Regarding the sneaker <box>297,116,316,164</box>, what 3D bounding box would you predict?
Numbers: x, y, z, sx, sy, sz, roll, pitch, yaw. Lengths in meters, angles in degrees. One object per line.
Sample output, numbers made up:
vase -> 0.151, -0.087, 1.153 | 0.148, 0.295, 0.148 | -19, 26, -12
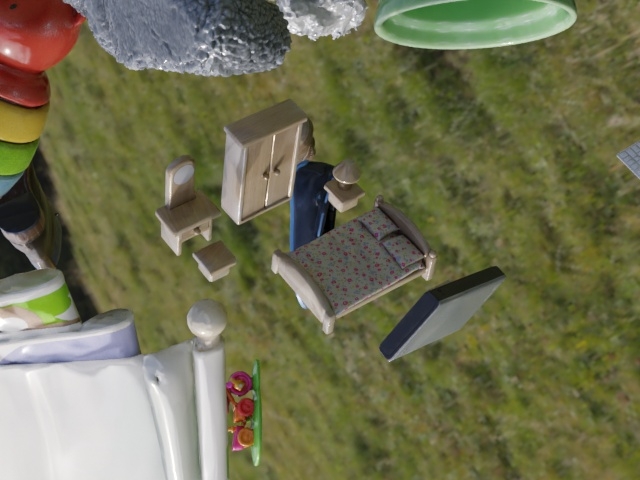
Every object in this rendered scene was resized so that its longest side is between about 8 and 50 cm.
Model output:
sneaker -> -0.035, -0.168, 1.875 | 0.188, 0.071, 0.066 | 152, 120, -67

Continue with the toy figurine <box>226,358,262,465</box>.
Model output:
toy figurine -> -0.178, 0.277, 1.794 | 0.130, 0.159, 0.173 | 124, 146, -75

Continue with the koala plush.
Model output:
koala plush -> -0.058, -0.220, 0.774 | 0.203, 0.221, 0.196 | 3, 109, 51

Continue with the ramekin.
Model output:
ramekin -> 0.230, -0.395, 1.671 | 0.303, 0.303, 0.148 | 169, 100, -68

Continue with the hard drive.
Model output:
hard drive -> 0.128, 0.074, 1.152 | 0.022, 0.135, 0.094 | 49, 125, 19

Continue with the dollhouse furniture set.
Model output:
dollhouse furniture set -> -0.006, -0.007, 1.525 | 0.355, 0.303, 0.174 | 47, 148, 28

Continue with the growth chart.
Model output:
growth chart -> -0.147, 0.072, 0.448 | 0.021, 0.237, 0.172 | -101, 15, -51

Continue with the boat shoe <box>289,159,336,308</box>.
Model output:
boat shoe -> 0.000, 0.000, 1.810 | 0.089, 0.109, 0.258 | 3, 119, 14

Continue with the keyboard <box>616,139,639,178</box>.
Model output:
keyboard -> 0.605, -0.091, 1.886 | 0.256, 0.072, 0.014 | 59, 173, 44

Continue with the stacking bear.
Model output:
stacking bear -> -0.333, -0.140, 1.063 | 0.175, 0.164, 0.289 | 45, 110, 18

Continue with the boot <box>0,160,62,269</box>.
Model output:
boot -> -0.411, -0.052, 1.519 | 0.106, 0.082, 0.219 | 75, 173, -48
